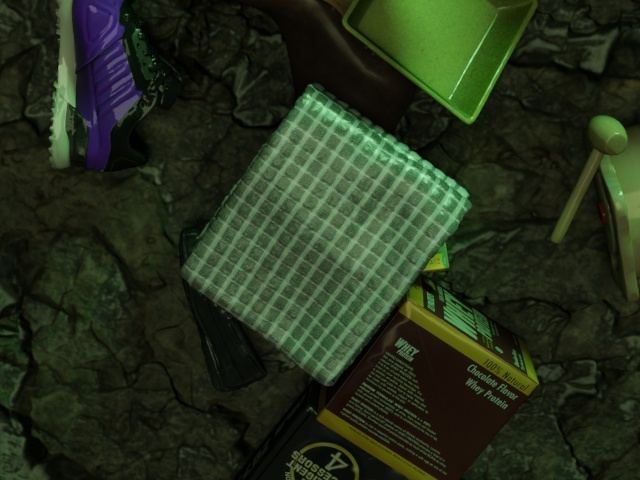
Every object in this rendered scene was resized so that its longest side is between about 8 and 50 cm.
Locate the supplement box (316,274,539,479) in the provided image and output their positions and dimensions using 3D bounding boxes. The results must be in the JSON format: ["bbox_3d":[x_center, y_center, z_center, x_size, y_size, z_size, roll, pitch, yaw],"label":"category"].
[{"bbox_3d":[0.130,0.172,1.344,0.191,0.129,0.194,33,107,-7],"label":"supplement box"}]

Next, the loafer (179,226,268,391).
[{"bbox_3d":[-0.124,0.083,1.364,0.078,0.076,0.223,-15,108,-2],"label":"loafer"}]

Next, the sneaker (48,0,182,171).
[{"bbox_3d":[-0.230,-0.217,1.265,0.146,0.102,0.293,9,112,-4],"label":"sneaker"}]

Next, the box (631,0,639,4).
[{"bbox_3d":[0.467,-0.405,1.122,0.290,0.177,0.279,-10,106,6],"label":"box"}]

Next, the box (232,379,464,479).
[{"bbox_3d":[0.056,0.418,1.444,0.395,0.097,0.318,36,109,-8],"label":"box"}]

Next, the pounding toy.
[{"bbox_3d":[0.332,-0.049,1.266,0.154,0.154,0.269,-14,125,7],"label":"pounding toy"}]

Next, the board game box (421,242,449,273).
[{"bbox_3d":[0.020,-0.008,1.322,0.259,0.039,0.124,-8,81,8],"label":"board game box"}]

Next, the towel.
[{"bbox_3d":[0.000,0.000,1.224,0.235,0.121,0.284,34,104,-4],"label":"towel"}]

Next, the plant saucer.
[{"bbox_3d":[0.128,-0.251,1.213,0.188,0.045,0.188,36,71,-16],"label":"plant saucer"}]

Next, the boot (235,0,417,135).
[{"bbox_3d":[-0.010,-0.192,1.256,0.248,0.090,0.207,15,104,-6],"label":"boot"}]
